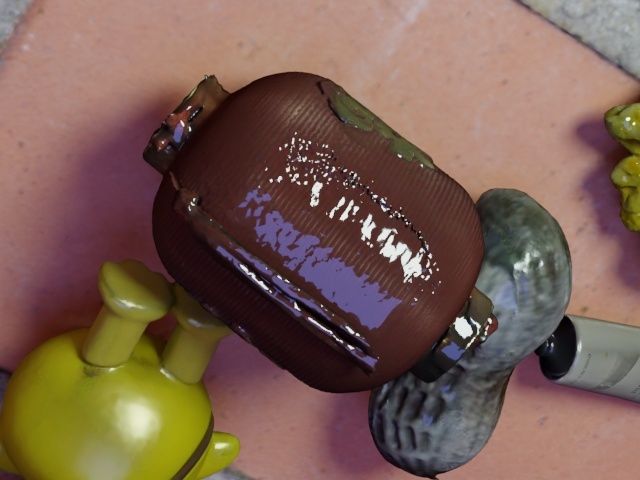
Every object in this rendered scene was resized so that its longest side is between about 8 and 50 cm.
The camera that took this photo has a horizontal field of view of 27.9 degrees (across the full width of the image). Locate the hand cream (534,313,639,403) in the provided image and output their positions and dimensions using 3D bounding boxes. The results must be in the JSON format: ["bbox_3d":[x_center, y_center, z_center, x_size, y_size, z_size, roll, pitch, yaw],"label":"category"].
[{"bbox_3d":[0.251,0.098,1.027,0.186,0.054,0.087,12,122,-22],"label":"hand cream"}]

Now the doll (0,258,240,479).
[{"bbox_3d":[-0.167,0.173,0.966,0.199,0.145,0.363,15,125,-21],"label":"doll"}]

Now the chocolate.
[{"bbox_3d":[0.112,0.075,0.961,0.110,0.110,0.248,12,124,-14],"label":"chocolate"}]

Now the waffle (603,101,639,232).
[{"bbox_3d":[0.331,-0.060,0.935,0.238,0.059,0.243,-26,119,8],"label":"waffle"}]

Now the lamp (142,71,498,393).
[{"bbox_3d":[0.000,0.000,0.839,0.258,0.180,0.180,39,111,-3],"label":"lamp"}]
